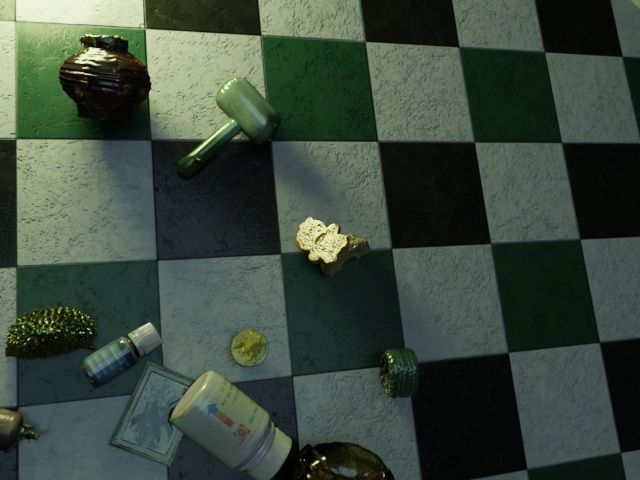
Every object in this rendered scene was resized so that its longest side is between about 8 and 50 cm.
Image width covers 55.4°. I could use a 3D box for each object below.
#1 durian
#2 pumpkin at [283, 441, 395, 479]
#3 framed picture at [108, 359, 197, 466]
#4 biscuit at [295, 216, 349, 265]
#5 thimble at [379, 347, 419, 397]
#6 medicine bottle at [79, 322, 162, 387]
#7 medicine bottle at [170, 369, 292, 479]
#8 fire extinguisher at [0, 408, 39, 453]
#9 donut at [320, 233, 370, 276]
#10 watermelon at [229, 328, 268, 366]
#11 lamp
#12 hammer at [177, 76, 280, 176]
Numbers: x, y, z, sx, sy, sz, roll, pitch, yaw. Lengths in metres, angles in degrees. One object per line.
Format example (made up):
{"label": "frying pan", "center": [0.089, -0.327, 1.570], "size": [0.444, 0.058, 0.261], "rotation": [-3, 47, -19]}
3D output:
{"label": "durian", "center": [-0.676, 0.227, 1.536], "size": [0.221, 0.095, 0.137], "rotation": [-1, 79, -23]}
{"label": "pumpkin", "center": [0.045, 0.684, 1.590], "size": [0.320, 0.192, 0.320], "rotation": [5, 74, -17]}
{"label": "framed picture", "center": [-0.426, 0.453, 1.600], "size": [0.173, 0.010, 0.231], "rotation": [24, 72, -10]}
{"label": "biscuit", "center": [0.000, 0.006, 1.767], "size": [0.184, 0.027, 0.133], "rotation": [15, 73, 33]}
{"label": "thimble", "center": [0.227, 0.380, 1.755], "size": [0.090, 0.118, 0.135], "rotation": [-1, 94, -12]}
{"label": "medicine bottle", "center": [-0.512, 0.291, 1.573], "size": [0.203, 0.083, 0.083], "rotation": [-34, 89, -20]}
{"label": "medicine bottle", "center": [-0.224, 0.483, 1.566], "size": [0.293, 0.170, 0.170], "rotation": [41, 70, -8]}
{"label": "fire extinguisher", "center": [-0.801, 0.440, 1.442], "size": [0.269, 0.105, 0.104], "rotation": [17, 73, -12]}
{"label": "donut", "center": [0.069, 0.031, 1.799], "size": [0.166, 0.108, 0.065], "rotation": [-30, 63, -15]}
{"label": "watermelon", "center": [-0.197, 0.296, 1.677], "size": [0.105, 0.062, 0.105], "rotation": [2, 79, -8]}
{"label": "lamp", "center": [-0.580, -0.440, 1.648], "size": [0.247, 0.247, 0.247], "rotation": [4, 76, -16]}
{"label": "hammer", "center": [-0.286, -0.310, 1.774], "size": [0.206, 0.119, 0.335], "rotation": [45, 76, -1]}
